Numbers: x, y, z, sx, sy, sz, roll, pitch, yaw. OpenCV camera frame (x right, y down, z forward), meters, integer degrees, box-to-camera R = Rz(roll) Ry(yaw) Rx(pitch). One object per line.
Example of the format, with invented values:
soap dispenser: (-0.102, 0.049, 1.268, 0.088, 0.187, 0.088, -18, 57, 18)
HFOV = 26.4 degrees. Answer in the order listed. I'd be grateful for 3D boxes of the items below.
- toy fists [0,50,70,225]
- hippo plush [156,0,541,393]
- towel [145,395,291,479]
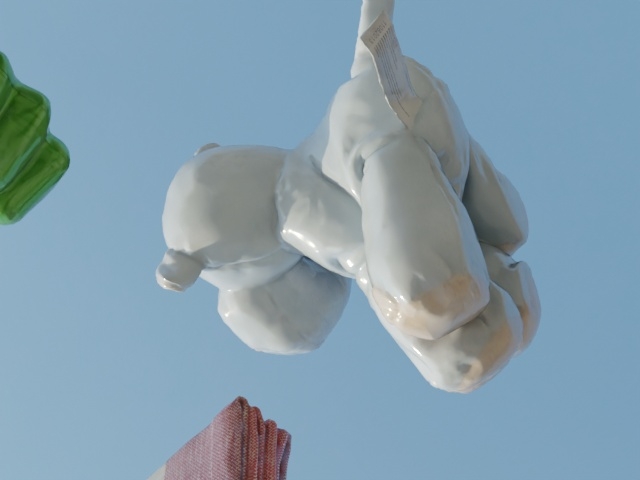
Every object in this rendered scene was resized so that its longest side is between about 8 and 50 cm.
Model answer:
toy fists: (-0.272, -0.094, 0.754, 0.279, 0.142, 0.096, 34, -119, -26)
hippo plush: (0.000, 0.000, 0.953, 0.237, 0.294, 0.234, -18, -143, 20)
towel: (-0.125, 0.245, 0.601, 0.037, 0.329, 0.237, 33, -148, -23)
